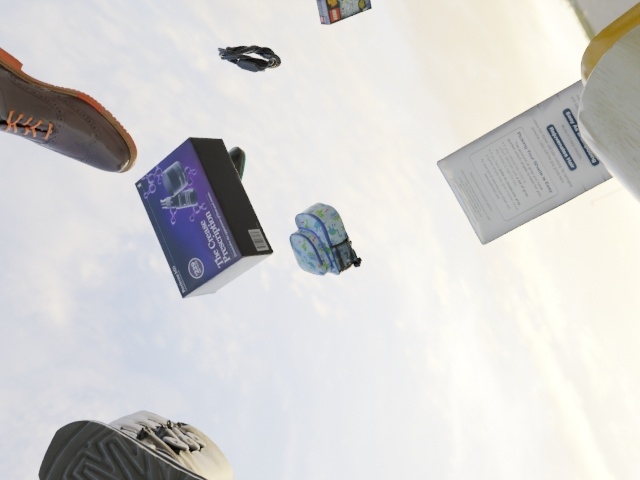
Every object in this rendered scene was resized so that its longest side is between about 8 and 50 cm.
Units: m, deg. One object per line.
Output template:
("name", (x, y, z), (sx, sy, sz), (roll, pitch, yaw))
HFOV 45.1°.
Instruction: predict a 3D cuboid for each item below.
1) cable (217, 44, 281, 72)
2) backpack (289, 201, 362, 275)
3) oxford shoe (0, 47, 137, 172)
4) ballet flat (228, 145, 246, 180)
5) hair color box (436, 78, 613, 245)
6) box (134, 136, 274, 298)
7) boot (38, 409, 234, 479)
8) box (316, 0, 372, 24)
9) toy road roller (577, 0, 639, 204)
("cable", (-0.207, -0.534, 2.213), (0.150, 0.184, 0.047), (-56, -22, -53))
("backpack", (0.000, 0.000, 1.299), (0.084, 0.105, 0.114), (-28, -68, -28))
("oxford shoe", (-0.368, -0.154, 0.988), (0.271, 0.097, 0.098), (28, -146, -6))
("ballet flat", (-0.240, -0.077, 1.710), (0.096, 0.095, 0.281), (9, -83, -34))
("hair color box", (0.398, -0.150, 1.341), (0.174, 0.347, 0.105), (61, -162, 1))
("box", (-0.233, -0.045, 1.515), (0.103, 0.184, 0.261), (-8, -112, -53))
("boot", (-0.187, 0.387, 1.128), (0.367, 0.146, 0.445), (39, 168, 7))
("box", (0.029, -0.418, 1.207), (0.094, 0.027, 0.137), (-30, -58, -29))
("toy road roller", (0.360, -0.086, 0.484), (0.240, 0.329, 0.202), (46, -164, -38))
